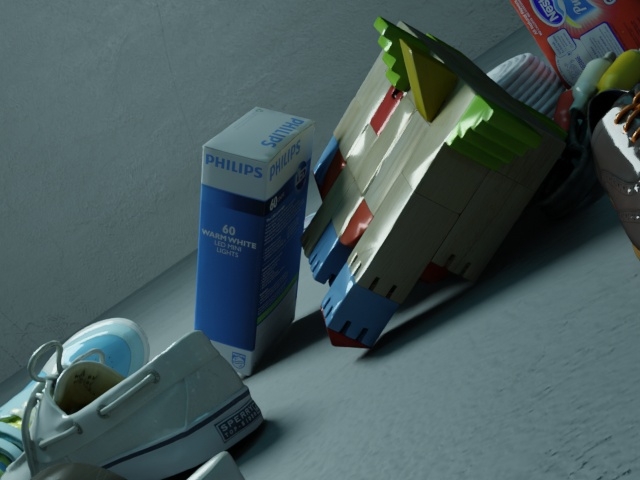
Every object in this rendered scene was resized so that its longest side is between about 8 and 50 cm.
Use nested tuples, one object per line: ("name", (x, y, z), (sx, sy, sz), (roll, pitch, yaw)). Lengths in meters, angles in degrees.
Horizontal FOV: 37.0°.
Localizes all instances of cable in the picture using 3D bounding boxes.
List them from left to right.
("cable", (0.186, -0.128, 1.173), (0.257, 0.089, 0.257), (-38, 6, 46))
("cable", (0.246, -0.104, 0.956), (0.139, 0.072, 0.287), (-34, 7, 45))

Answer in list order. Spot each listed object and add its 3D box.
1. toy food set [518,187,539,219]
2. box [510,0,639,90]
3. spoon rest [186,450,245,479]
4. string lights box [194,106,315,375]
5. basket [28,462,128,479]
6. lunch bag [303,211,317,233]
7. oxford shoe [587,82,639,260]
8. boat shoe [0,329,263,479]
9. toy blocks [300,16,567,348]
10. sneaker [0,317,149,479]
("toy food set", (0.186, -0.039, 0.996), (0.078, 0.019, 0.122), (-39, 9, -23))
("box", (0.304, -0.283, 1.086), (0.128, 0.257, 0.122), (-29, 12, 35))
("spoon rest", (0.017, 0.165, 0.390), (0.137, 0.084, 0.276), (-39, 23, -20))
("string lights box", (-0.073, 0.001, 1.049), (0.077, 0.259, 0.133), (15, 29, 16))
("basket", (-0.175, 0.229, 0.494), (0.204, 0.154, 0.227), (-29, 7, 30))
("lunch bag", (0.000, 0.000, 1.337), (0.053, 0.071, 0.083), (-43, 13, -23))
("oxford shoe", (0.225, -0.050, 0.634), (0.097, 0.098, 0.271), (-34, 8, 8))
("boat shoe", (-0.225, 0.166, 0.931), (0.367, 0.156, 0.136), (-27, 2, 40))
("toy blocks", (0.080, -0.052, 0.940), (0.261, 0.191, 0.381), (-59, 19, 18))
("sneaker", (-0.354, 0.237, 1.228), (0.319, 0.127, 0.208), (-44, 6, 3))
